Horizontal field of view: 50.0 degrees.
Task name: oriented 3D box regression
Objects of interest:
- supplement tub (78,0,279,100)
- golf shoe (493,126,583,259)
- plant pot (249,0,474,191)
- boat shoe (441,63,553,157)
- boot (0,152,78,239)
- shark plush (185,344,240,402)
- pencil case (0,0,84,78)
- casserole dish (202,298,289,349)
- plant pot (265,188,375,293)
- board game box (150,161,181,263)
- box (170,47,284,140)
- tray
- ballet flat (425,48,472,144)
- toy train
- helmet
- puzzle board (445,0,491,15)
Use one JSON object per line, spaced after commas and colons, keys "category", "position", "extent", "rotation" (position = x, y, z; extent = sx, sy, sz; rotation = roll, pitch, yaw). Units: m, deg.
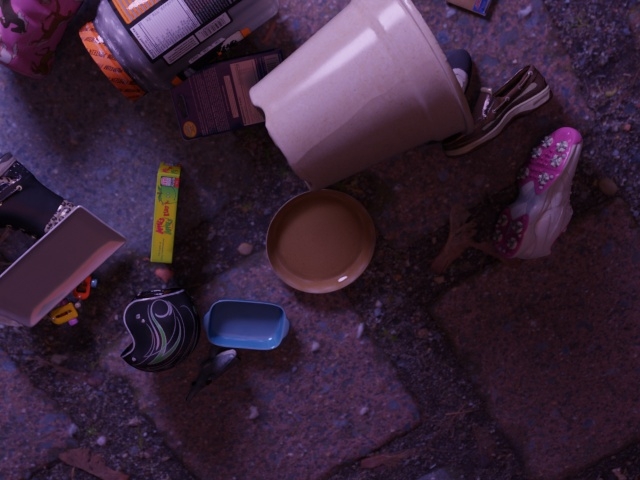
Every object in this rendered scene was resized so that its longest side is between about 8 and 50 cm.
{"category": "supplement tub", "position": [-0.246, -0.395, 1.196], "extent": [0.316, 0.193, 0.193], "rotation": [-34, 112, 4]}
{"category": "golf shoe", "position": [0.492, -0.095, 1.486], "extent": [0.140, 0.115, 0.306], "rotation": [13, 114, -25]}
{"category": "plant pot", "position": [0.056, -0.255, 1.233], "extent": [0.305, 0.334, 0.334], "rotation": [-32, 112, 7]}
{"category": "boat shoe", "position": [0.345, -0.269, 1.401], "extent": [0.257, 0.095, 0.095], "rotation": [-35, 109, -8]}
{"category": "boot", "position": [-0.602, -0.030, 1.330], "extent": [0.178, 0.085, 0.236], "rotation": [37, 100, -22]}
{"category": "shark plush", "position": [-0.248, 0.292, 1.515], "extent": [0.161, 0.067, 0.073], "rotation": [-36, 112, 4]}
{"category": "pencil case", "position": [-0.436, -0.457, 1.138], "extent": [0.167, 0.160, 0.386], "rotation": [30, 110, -33]}
{"category": "casserole dish", "position": [-0.163, 0.179, 1.505], "extent": [0.188, 0.037, 0.114], "rotation": [6, 109, -11]}
{"category": "plant pot", "position": [0.000, 0.000, 1.469], "extent": [0.236, 0.032, 0.236], "rotation": [-3, 110, -8]}
{"category": "board game box", "position": [-0.307, -0.056, 1.364], "extent": [0.043, 0.092, 0.181], "rotation": [5, 109, -12]}
{"category": "box", "position": [-0.173, -0.283, 1.333], "extent": [0.225, 0.036, 0.136], "rotation": [-14, 112, -6]}
{"category": "tray", "position": [-0.524, 0.049, 1.341], "extent": [0.270, 0.030, 0.145], "rotation": [-42, 141, 1]}
{"category": "ballet flat", "position": [0.257, -0.285, 1.387], "extent": [0.074, 0.074, 0.203], "rotation": [21, 105, -16]}
{"category": "toy train", "position": [-0.544, 0.109, 1.415], "extent": [0.166, 0.046, 0.125], "rotation": [3, 99, -8]}
{"category": "helmet", "position": [-0.331, 0.187, 1.414], "extent": [0.169, 0.169, 0.162], "rotation": [-9, 94, -6]}
{"category": "puzzle board", "position": [0.304, -0.517, 1.341], "extent": [0.096, 0.011, 0.128], "rotation": [15, 107, -16]}
